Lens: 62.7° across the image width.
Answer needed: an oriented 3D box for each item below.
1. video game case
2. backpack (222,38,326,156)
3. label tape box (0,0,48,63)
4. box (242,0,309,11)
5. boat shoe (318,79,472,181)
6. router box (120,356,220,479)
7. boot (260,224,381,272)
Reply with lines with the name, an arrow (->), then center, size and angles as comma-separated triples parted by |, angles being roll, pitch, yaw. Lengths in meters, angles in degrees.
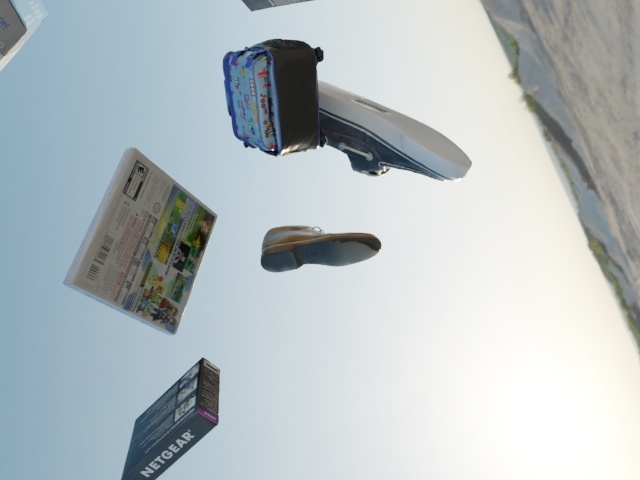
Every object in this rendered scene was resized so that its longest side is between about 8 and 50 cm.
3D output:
video game case -> -0.383, 0.010, 1.190 | 0.300, 0.036, 0.329 | 45, -128, -48
backpack -> -0.080, -0.212, 0.764 | 0.116, 0.173, 0.158 | -18, -59, -28
label tape box -> -0.640, -0.432, 1.046 | 0.106, 0.333, 0.241 | 41, -168, -32
box -> -0.079, -0.536, 0.986 | 0.093, 0.158, 0.156 | 17, -106, -68
boat shoe -> 0.085, -0.149, 0.818 | 0.301, 0.102, 0.108 | 30, -150, 20
router box -> -0.238, 0.294, 0.851 | 0.046, 0.179, 0.133 | 42, -167, -23
boot -> 0.000, 0.000, 1.333 | 0.112, 0.304, 0.115 | 85, -179, -45
